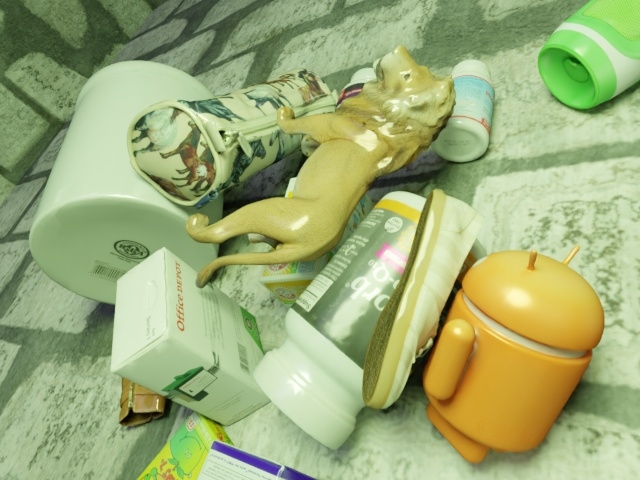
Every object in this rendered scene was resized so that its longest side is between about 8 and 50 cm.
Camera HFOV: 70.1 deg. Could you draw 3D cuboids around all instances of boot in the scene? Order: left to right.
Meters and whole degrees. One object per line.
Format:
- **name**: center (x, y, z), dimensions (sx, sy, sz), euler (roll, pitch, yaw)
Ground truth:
- **boot**: center (-0.256, 0.208, 0.755), dimensions (0.197, 0.073, 0.152), euler (-36, 39, 25)

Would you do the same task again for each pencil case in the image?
- **pencil case**: center (-0.115, -0.194, 0.792), dimensions (0.183, 0.160, 0.410), euler (4, 26, 29)

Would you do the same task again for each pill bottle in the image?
- **pill bottle**: center (0.078, -0.224, 0.837), dimensions (0.108, 0.108, 0.194), euler (-9, 51, 31)
- **pill bottle**: center (0.058, 0.091, 0.546), dimensions (0.278, 0.162, 0.162), euler (-50, 42, -9)
- **pill bottle**: center (0.230, -0.210, 0.727), dimensions (0.087, 0.087, 0.160), euler (-4, 54, 35)

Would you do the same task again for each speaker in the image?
- **speaker**: center (0.453, -0.316, 0.622), dimensions (0.296, 0.131, 0.131), euler (-39, 42, 3)

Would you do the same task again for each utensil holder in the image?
- **utensil holder**: center (-0.348, -0.112, 0.904), dimensions (0.327, 0.327, 0.386), euler (-25, 46, 18)

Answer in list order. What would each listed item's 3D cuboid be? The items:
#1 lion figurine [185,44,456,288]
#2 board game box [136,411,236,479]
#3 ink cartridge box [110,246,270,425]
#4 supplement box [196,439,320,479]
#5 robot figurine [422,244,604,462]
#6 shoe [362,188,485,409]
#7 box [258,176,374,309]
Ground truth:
- **lion figurine**: center (0.008, -0.078, 0.604), dimensions (0.240, 0.142, 0.392), euler (16, 69, 36)
- **board game box**: center (-0.198, 0.335, 0.622), dimensions (0.181, 0.043, 0.092), euler (-50, 43, -9)
- **ink cartridge box**: center (-0.174, 0.137, 0.637), dimensions (0.092, 0.219, 0.160), euler (-33, 42, 9)
- **supplement box**: center (-0.090, 0.348, 0.479), dimensions (0.113, 0.111, 0.220), euler (-1, 55, 37)
- **robot figurine**: center (0.179, 0.103, 0.435), dimensions (0.158, 0.219, 0.128), euler (16, 22, 2)
- **shoe**: center (0.098, 0.058, 0.433), dimensions (0.058, 0.076, 0.219), euler (22, 81, -2)
- **box**: center (0.000, 0.000, 0.709), dimensions (0.114, 0.103, 0.203), euler (-9, 51, 30)
